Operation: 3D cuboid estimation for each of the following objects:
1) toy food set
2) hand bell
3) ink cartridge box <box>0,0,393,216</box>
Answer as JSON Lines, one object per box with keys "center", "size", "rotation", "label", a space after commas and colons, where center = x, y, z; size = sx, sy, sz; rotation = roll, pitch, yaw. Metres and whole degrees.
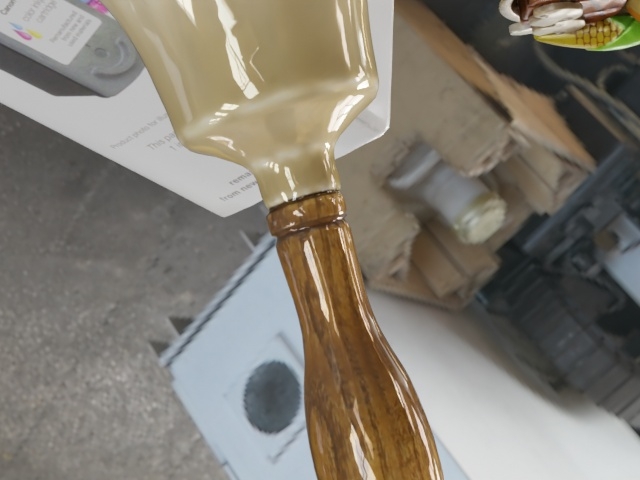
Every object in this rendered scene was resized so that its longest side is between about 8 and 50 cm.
{"center": [0.176, -0.146, 0.739], "size": [0.132, 0.039, 0.192], "rotation": [-8, 172, 8], "label": "toy food set"}
{"center": [0.000, 0.000, 0.386], "size": [0.126, 0.242, 0.126], "rotation": [-17, 177, -1], "label": "hand bell"}
{"center": [-0.111, -0.180, 0.567], "size": [0.306, 0.226, 0.131], "rotation": [27, 143, -33], "label": "ink cartridge box"}
